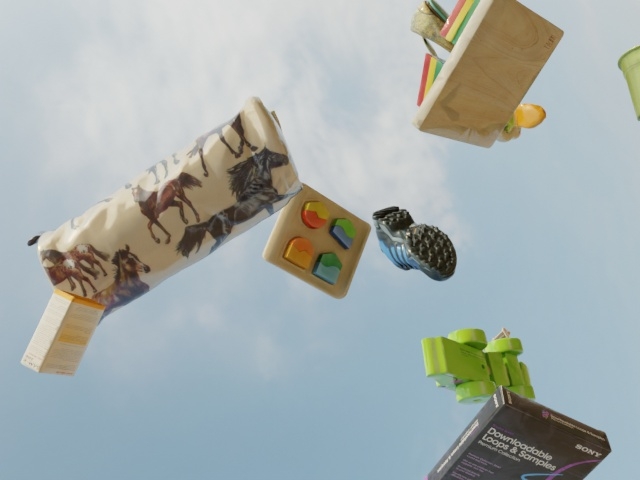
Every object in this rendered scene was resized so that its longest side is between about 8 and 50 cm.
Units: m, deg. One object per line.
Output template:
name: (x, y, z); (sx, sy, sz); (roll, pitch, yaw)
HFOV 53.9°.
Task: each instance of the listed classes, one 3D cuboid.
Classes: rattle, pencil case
rattle: (0.500, -0.293, 1.521); (0.200, 0.143, 0.130); (22, -117, -50)
pencil case: (-0.214, -0.048, 0.930); (0.160, 0.410, 0.183); (58, 178, -40)

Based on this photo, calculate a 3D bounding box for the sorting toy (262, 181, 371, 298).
sorting toy: (0.000, 0.000, 1.352); (0.208, 0.038, 0.193); (29, -109, -21)

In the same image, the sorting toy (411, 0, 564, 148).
sorting toy: (0.288, -0.315, 1.156); (0.257, 0.255, 0.089); (2, -145, -47)

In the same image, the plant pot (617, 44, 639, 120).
plant pot: (0.404, -0.184, 0.754); (0.083, 0.083, 0.079); (14, -107, -39)

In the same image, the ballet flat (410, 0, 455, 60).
ballet flat: (0.388, -0.513, 1.735); (0.348, 0.123, 0.123); (42, -136, -1)

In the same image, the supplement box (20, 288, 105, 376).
supplement box: (-0.320, 0.116, 0.784); (0.098, 0.036, 0.062); (-67, -24, -9)

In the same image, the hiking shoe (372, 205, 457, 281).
hiking shoe: (0.238, 0.026, 1.555); (0.113, 0.304, 0.132); (-20, -55, -15)

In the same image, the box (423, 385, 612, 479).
box: (0.181, 0.223, 0.607); (0.116, 0.162, 0.029); (24, -154, -6)

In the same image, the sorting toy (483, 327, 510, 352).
sorting toy: (0.446, 0.266, 1.526); (0.045, 0.083, 0.075); (8, -136, -31)

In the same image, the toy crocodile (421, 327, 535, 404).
toy crocodile: (0.275, 0.227, 1.082); (0.341, 0.105, 0.115); (19, -126, -44)
